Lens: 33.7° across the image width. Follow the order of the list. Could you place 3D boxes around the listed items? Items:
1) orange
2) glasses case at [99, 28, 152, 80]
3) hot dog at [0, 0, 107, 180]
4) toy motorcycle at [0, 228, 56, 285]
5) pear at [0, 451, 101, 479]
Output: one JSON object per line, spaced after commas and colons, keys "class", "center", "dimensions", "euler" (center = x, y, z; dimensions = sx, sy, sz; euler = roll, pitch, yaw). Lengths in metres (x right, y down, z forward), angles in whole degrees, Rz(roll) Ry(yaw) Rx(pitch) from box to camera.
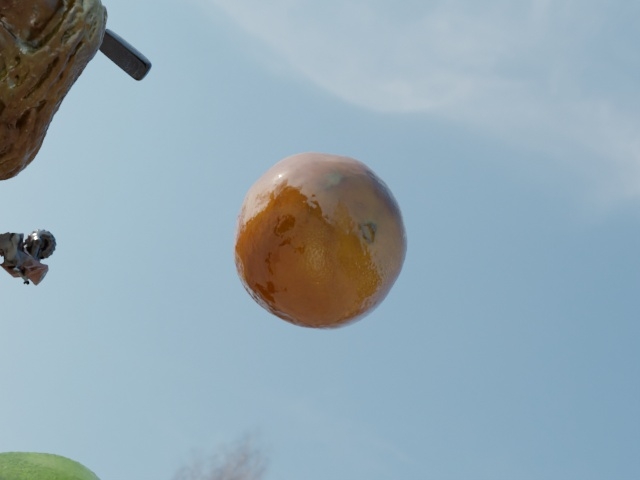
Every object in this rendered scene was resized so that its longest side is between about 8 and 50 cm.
{"class": "orange", "center": [0.000, 0.000, 1.539], "dimensions": [0.261, 0.261, 0.261], "euler": [20, -44, 20]}
{"class": "glasses case", "center": [-0.259, -0.246, 1.398], "dimensions": [0.083, 0.023, 0.033], "euler": [40, -57, 8]}
{"class": "hot dog", "center": [-0.342, -0.195, 1.136], "dimensions": [0.175, 0.114, 0.259], "euler": [33, -83, 7]}
{"class": "toy motorcycle", "center": [-0.646, 0.045, 2.162], "dimensions": [0.212, 0.118, 0.084], "euler": [-10, -17, -2]}
{"class": "pear", "center": [-0.491, 0.459, 1.702], "dimensions": [0.239, 0.288, 0.139], "euler": [47, -21, -17]}
